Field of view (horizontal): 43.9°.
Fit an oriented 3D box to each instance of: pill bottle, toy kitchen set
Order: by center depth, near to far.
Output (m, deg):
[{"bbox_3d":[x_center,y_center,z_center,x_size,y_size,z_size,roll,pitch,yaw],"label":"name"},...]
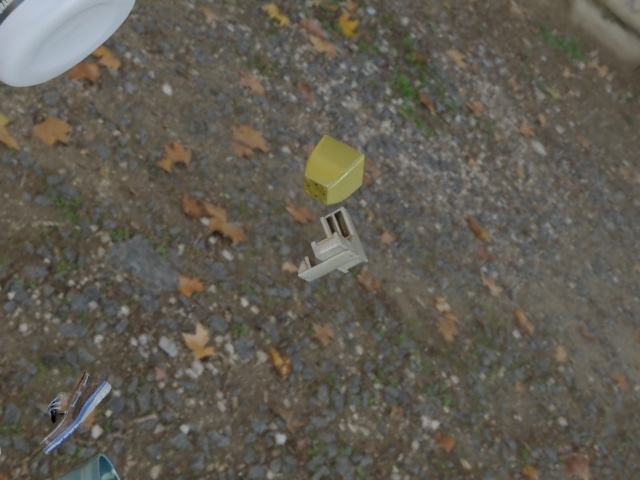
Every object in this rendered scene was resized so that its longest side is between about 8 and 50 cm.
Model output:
[{"bbox_3d":[-0.369,-0.346,0.845,0.334,0.188,0.188,50,30,-4],"label":"pill bottle"},{"bbox_3d":[0.000,0.000,0.929,0.083,0.068,0.075,32,34,-61],"label":"toy kitchen set"}]

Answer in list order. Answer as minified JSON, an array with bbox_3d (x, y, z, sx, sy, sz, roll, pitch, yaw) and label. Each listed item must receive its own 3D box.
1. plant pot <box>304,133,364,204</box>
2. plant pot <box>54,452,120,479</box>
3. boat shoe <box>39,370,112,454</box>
[{"bbox_3d":[0.014,-0.109,1.315,0.081,0.081,0.083,31,59,19],"label":"plant pot"},{"bbox_3d":[-0.372,0.494,1.185,0.196,0.293,0.293,-20,60,-11],"label":"plant pot"},{"bbox_3d":[-0.451,0.304,1.421,0.066,0.066,0.183,43,32,-6],"label":"boat shoe"}]
